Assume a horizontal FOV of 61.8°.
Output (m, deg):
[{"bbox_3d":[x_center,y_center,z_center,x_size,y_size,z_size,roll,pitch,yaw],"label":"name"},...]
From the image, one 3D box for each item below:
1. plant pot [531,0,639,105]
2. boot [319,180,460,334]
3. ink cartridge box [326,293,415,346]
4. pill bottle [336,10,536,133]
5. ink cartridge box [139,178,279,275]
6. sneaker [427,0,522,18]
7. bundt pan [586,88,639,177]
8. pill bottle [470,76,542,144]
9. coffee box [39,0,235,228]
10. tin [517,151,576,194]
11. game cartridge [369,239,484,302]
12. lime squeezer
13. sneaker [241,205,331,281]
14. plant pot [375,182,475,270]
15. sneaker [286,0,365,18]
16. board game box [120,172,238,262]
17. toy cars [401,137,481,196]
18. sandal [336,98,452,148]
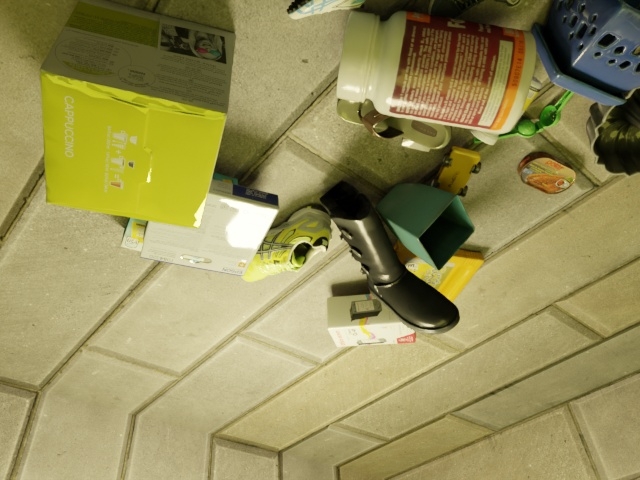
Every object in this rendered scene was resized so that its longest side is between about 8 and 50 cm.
[{"bbox_3d":[0.622,-0.446,1.178,0.236,0.235,0.212,14,140,-20],"label":"plant pot"},{"bbox_3d":[0.207,0.054,1.584,0.146,0.367,0.445,-43,130,-20],"label":"boot"},{"bbox_3d":[0.191,0.293,1.966,0.307,0.131,0.226,-7,150,9],"label":"ink cartridge box"},{"bbox_3d":[0.243,-0.378,1.186,0.393,0.224,0.224,10,137,2],"label":"pill bottle"},{"bbox_3d":[-0.324,-0.041,1.530,0.324,0.071,0.330,13,138,-21],"label":"ink cartridge box"},{"bbox_3d":[0.329,-0.516,1.120,0.086,0.163,0.226,28,130,-33],"label":"sneaker"},{"bbox_3d":[0.855,-0.329,1.401,0.331,0.124,0.330,-3,137,-3],"label":"bundt pan"},{"bbox_3d":[0.460,-0.338,1.349,0.103,0.103,0.184,17,124,-22],"label":"pill bottle"},{"bbox_3d":[-0.394,-0.275,1.187,0.338,0.334,0.337,10,135,-16],"label":"coffee box"},{"bbox_3d":[0.671,-0.200,1.589,0.190,0.040,0.106,19,136,-24],"label":"tin"},{"bbox_3d":[0.373,0.126,1.905,0.324,0.052,0.285,9,136,-13],"label":"game cartridge"},{"bbox_3d":[0.566,-0.317,1.418,0.310,0.058,0.110,-29,162,27],"label":"lime squeezer"},{"bbox_3d":[-0.126,0.038,1.693,0.145,0.147,0.385,30,128,-34],"label":"sneaker"},{"bbox_3d":[0.283,-0.060,1.547,0.165,0.234,0.165,-47,132,-8],"label":"plant pot"},{"bbox_3d":[0.042,-0.521,1.144,0.237,0.085,0.086,-17,131,15],"label":"sneaker"},{"bbox_3d":[-0.424,-0.079,1.587,0.254,0.079,0.336,16,134,-22],"label":"board game box"},{"bbox_3d":[0.327,-0.265,1.453,0.177,0.087,0.393,-15,133,28],"label":"toy cars"},{"bbox_3d":[0.175,-0.302,1.330,0.303,0.086,0.120,22,139,18],"label":"sandal"}]
